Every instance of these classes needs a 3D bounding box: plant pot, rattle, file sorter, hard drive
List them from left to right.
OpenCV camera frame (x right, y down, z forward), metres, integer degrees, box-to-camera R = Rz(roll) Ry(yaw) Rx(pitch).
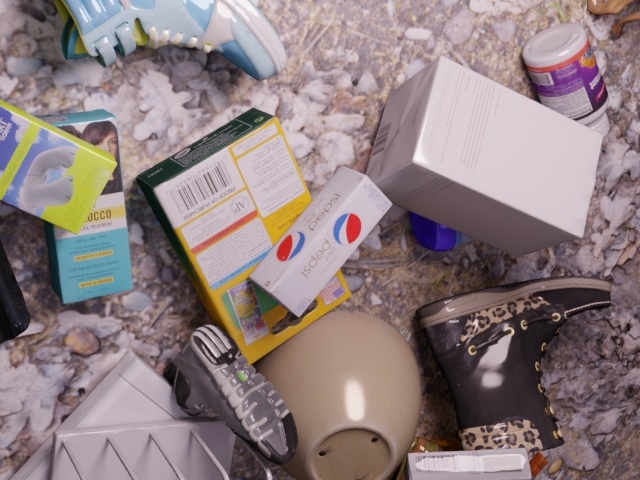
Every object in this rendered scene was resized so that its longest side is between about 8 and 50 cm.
[{"bbox_3d":[-0.324,0.365,1.383,0.353,0.047,0.233,-47,124,-7],"label":"hard drive"},{"bbox_3d":[-0.228,0.382,1.313,0.278,0.173,0.192,1,107,-31],"label":"file sorter"},{"bbox_3d":[0.031,0.277,1.417,0.284,0.191,0.284,-3,117,-6],"label":"plant pot"},{"bbox_3d":[0.267,0.307,1.719,0.130,0.143,0.199,15,83,-65],"label":"rattle"}]

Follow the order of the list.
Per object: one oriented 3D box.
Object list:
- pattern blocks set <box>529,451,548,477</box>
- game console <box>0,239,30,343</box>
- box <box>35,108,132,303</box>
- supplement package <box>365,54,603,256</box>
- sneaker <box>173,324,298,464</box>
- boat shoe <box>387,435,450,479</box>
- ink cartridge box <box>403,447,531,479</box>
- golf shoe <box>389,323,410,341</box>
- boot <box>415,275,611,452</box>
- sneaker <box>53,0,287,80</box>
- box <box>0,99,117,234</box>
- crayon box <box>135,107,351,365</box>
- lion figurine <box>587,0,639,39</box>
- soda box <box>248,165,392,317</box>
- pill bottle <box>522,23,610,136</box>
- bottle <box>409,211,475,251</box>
[{"bbox_3d":[0.317,0.471,1.733,0.285,0.026,0.324,-27,143,-17],"label":"pattern blocks set"},{"bbox_3d":[-0.480,-0.014,1.159,0.213,0.044,0.361,-23,117,-20],"label":"game console"},{"bbox_3d":[-0.315,-0.046,1.232,0.101,0.060,0.244,-12,113,-27],"label":"box"},{"bbox_3d":[0.243,-0.116,1.390,0.293,0.175,0.177,23,71,-17],"label":"supplement package"},{"bbox_3d":[-0.135,0.242,1.349,0.132,0.228,0.086,-43,168,36],"label":"sneaker"},{"bbox_3d":[0.126,0.483,1.665,0.104,0.111,0.307,32,98,-6],"label":"boat shoe"},{"bbox_3d":[0.232,0.399,1.516,0.189,0.066,0.232,-3,155,1],"label":"ink cartridge box"},{"bbox_3d":[0.070,0.197,1.547,0.176,0.069,0.086,-18,122,-13],"label":"golf shoe"},{"bbox_3d":[0.364,0.215,1.603,0.377,0.138,0.284,-6,77,-25],"label":"boot"},{"bbox_3d":[-0.207,-0.268,1.180,0.319,0.127,0.208,40,83,-25],"label":"sneaker"},{"bbox_3d":[-0.355,-0.093,1.134,0.178,0.042,0.109,27,98,-27],"label":"box"},{"bbox_3d":[-0.104,-0.003,1.357,0.203,0.083,0.323,-33,120,-17],"label":"crayon box"},{"bbox_3d":[0.567,-0.505,1.474,0.142,0.240,0.392,-14,114,-26],"label":"lion figurine"},{"bbox_3d":[0.000,0.000,1.324,0.216,0.074,0.069,-50,124,-7],"label":"soda box"},{"bbox_3d":[0.421,-0.256,1.558,0.108,0.108,0.193,-40,123,-12],"label":"pill bottle"},{"bbox_3d":[0.285,-0.073,1.552,0.283,0.092,0.118,-19,110,-24],"label":"bottle"}]
